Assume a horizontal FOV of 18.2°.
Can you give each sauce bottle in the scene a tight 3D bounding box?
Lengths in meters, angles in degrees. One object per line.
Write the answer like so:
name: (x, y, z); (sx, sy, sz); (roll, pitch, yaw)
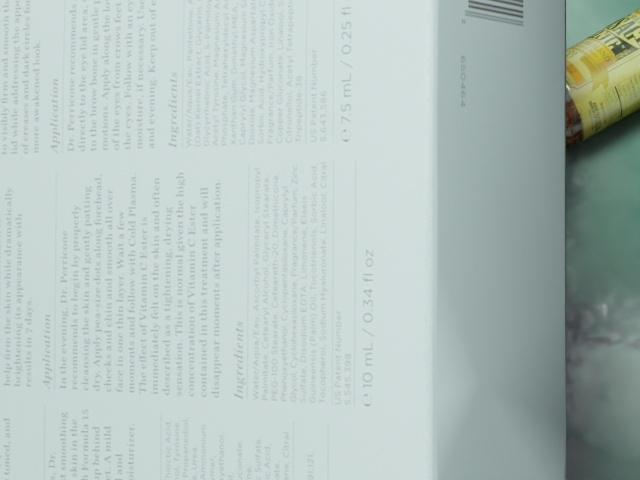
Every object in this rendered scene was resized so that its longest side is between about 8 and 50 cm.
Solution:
sauce bottle: (0.153, -0.088, 0.917); (0.128, 0.042, 0.042); (-31, 71, -12)

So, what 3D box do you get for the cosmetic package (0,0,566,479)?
cosmetic package: (-0.056, 0.053, 0.701); (0.284, 0.097, 0.377); (0, 90, 34)
